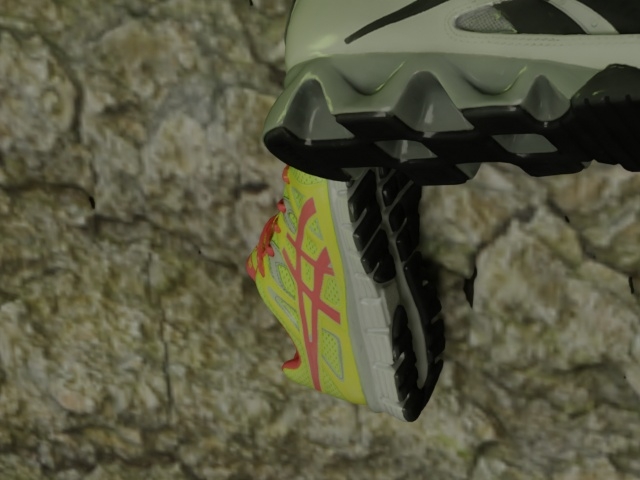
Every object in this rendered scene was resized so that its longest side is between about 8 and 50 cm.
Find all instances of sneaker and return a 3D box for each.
[{"bbox_3d":[0.000,0.000,1.000,0.094,0.081,0.208,6,120,27],"label":"sneaker"},{"bbox_3d":[0.136,-0.105,0.842,0.331,0.146,0.122,2,163,21],"label":"sneaker"}]
